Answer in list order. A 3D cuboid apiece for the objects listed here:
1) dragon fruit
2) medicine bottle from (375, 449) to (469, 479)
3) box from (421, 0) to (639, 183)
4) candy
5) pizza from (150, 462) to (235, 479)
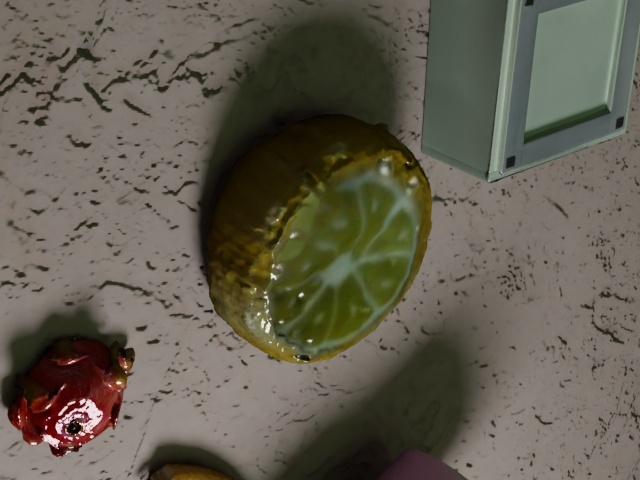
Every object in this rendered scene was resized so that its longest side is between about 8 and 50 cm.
[{"bbox_3d":[-0.222,0.150,1.289,0.126,0.068,0.112,7,109,-46],"label":"dragon fruit"},{"bbox_3d":[0.069,0.424,1.588,0.325,0.256,0.256,-45,136,-20],"label":"medicine bottle"},{"bbox_3d":[0.234,-0.204,1.504,0.225,0.117,0.225,-21,126,-36],"label":"box"},{"bbox_3d":[0.000,0.000,1.396,0.260,0.118,0.260,-27,134,-32],"label":"candy"},{"bbox_3d":[-0.147,0.336,1.472,0.188,0.062,0.199,35,87,-46],"label":"pizza"}]
